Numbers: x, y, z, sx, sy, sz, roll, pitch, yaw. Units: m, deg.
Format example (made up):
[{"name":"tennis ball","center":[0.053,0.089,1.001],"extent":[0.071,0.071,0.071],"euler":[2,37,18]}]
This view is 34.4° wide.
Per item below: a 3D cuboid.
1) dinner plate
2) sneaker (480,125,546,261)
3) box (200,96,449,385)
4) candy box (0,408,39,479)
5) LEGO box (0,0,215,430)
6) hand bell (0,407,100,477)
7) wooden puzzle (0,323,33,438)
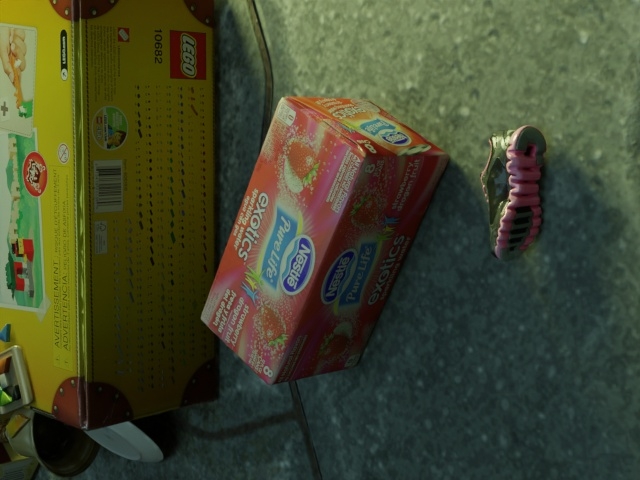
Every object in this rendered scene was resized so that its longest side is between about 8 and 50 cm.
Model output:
[{"name":"dinner plate","center":[-0.259,0.241,1.287],"extent":[0.141,0.017,0.141],"euler":[22,149,15]},{"name":"sneaker","center":[0.163,-0.042,0.908],"extent":[0.057,0.047,0.119],"euler":[15,99,53]},{"name":"box","center":[0.000,0.000,1.004],"extent":[0.122,0.128,0.257],"euler":[40,119,34]},{"name":"candy box","center":[-0.547,0.366,1.585],"extent":[0.183,0.087,0.316],"euler":[51,125,30]},{"name":"LEGO box","center":[-0.315,-0.062,1.250],"extent":[0.372,0.193,0.501],"euler":[8,100,43]},{"name":"hand bell","center":[-0.427,0.260,1.403],"extent":[0.242,0.126,0.126],"euler":[-9,88,32]},{"name":"wooden puzzle","center":[-0.353,0.160,1.167],"extent":[0.078,0.014,0.116],"euler":[-33,72,40]}]
